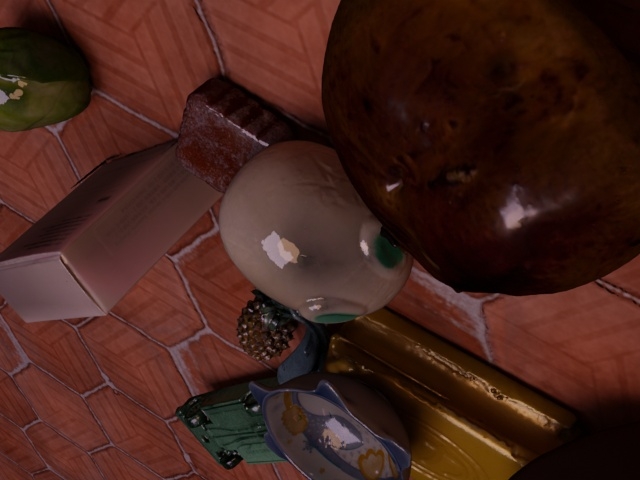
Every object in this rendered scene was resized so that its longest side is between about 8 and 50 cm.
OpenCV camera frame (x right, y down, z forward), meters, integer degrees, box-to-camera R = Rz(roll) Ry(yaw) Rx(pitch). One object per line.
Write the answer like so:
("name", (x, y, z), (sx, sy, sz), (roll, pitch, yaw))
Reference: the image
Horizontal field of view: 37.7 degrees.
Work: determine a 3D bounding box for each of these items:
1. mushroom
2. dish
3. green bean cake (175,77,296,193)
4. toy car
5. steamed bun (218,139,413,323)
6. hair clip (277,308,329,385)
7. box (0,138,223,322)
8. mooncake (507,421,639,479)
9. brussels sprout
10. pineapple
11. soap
("mushroom", (0.164, -0.093, 0.806), (0.345, 0.260, 0.345), (54, 161, 28))
("dish", (0.032, 0.218, 1.140), (0.236, 0.086, 0.228), (13, 134, 34))
("green bean cake", (-0.100, -0.113, 1.109), (0.135, 0.056, 0.135), (36, 143, 8))
("toy car", (-0.095, 0.284, 1.470), (0.321, 0.097, 0.141), (-20, 113, 49))
("steamed bun", (0.000, 0.000, 1.023), (0.228, 0.130, 0.177), (37, 106, -19))
("hair clip", (-0.016, 0.126, 1.205), (0.275, 0.083, 0.048), (94, 155, -63))
("box", (-0.275, -0.015, 1.200), (0.203, 0.251, 0.106), (-8, 122, 45))
("mooncake", (0.342, 0.345, 1.025), (0.326, 0.174, 0.334), (29, 106, -20))
("brussels sprout", (-0.390, -0.207, 1.210), (0.183, 0.145, 0.131), (-1, 99, 36))
("pineapple", (-0.063, 0.091, 1.259), (0.083, 0.103, 0.221), (18, 145, -5))
("soap", (0.148, 0.228, 1.200), (0.324, 0.096, 0.204), (29, 142, 16))
